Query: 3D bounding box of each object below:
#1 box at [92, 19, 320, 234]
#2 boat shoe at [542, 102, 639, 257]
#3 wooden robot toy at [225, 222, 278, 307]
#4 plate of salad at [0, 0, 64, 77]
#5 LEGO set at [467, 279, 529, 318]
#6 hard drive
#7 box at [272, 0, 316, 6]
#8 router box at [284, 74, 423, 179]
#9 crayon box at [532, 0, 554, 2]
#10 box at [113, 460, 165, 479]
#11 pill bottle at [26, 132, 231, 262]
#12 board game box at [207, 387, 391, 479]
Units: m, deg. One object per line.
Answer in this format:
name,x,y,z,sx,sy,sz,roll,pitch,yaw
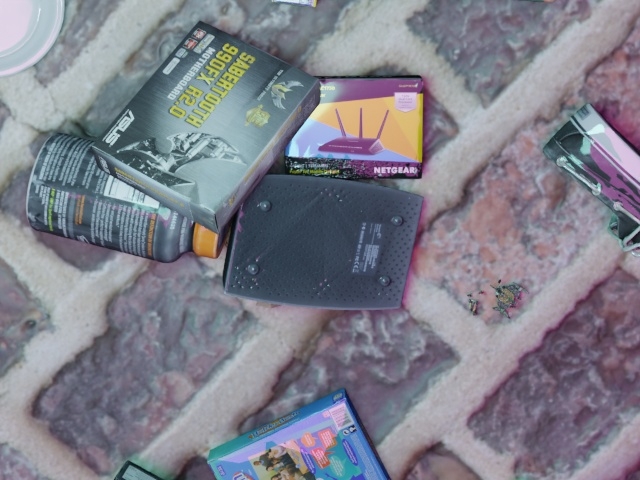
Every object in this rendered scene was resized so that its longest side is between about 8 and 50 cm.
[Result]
box,-0.137,-0.142,1.636,0.183,0.056,0.231,29,65,18
boat shoe,0.417,-0.036,1.728,0.306,0.113,0.105,43,105,-6
wooden robot toy,-0.090,0.002,1.764,0.079,0.076,0.173,7,120,42
plate of salad,-0.425,-0.305,1.693,0.200,0.048,0.199,-2,112,-6
LEGO set,0.240,0.076,1.799,0.083,0.023,0.054,6,101,12
hard drive,0.000,0.000,1.718,0.255,0.054,0.172,5,102,-26
box,-0.024,-0.380,1.675,0.059,0.054,0.168,7,102,-3
router box,0.042,-0.147,1.732,0.179,0.046,0.133,-1,103,0
crayon box,0.137,-0.401,1.630,0.319,0.081,0.202,1,103,-11
box,-0.210,0.434,1.828,0.233,0.059,0.183,30,112,-1
pill bottle,-0.237,-0.047,1.694,0.246,0.130,0.130,15,102,4
board game box,-0.026,0.319,1.834,0.210,0.047,0.160,-25,102,5
